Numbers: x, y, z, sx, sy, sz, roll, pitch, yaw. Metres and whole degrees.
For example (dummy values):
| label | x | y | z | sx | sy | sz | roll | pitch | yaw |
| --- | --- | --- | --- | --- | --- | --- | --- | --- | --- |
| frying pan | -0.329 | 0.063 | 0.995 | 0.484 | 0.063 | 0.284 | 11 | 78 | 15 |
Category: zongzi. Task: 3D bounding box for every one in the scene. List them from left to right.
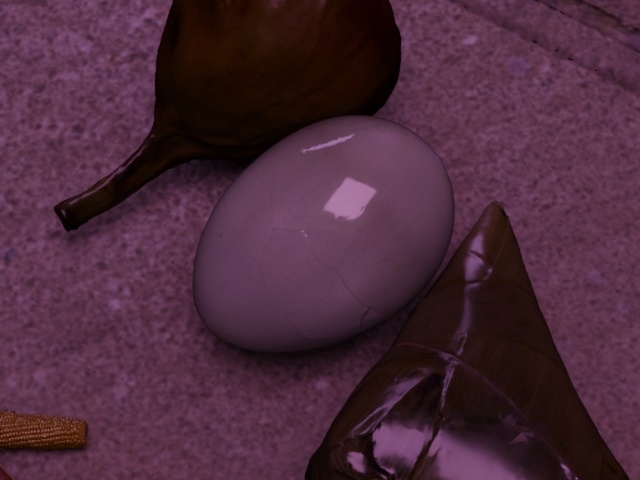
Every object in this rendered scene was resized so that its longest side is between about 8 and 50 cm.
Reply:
| label | x | y | z | sx | sy | sz | roll | pitch | yaw |
| --- | --- | --- | --- | --- | --- | --- | --- | --- | --- |
| zongzi | 0.169 | 0.132 | 1.174 | 0.274 | 0.145 | 0.300 | 32 | 54 | 6 |

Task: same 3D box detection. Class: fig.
| label | x | y | z | sx | sy | sz | roll | pitch | yaw |
| --- | --- | --- | --- | --- | --- | --- | --- | --- | --- |
| fig | -0.085 | -0.136 | 1.271 | 0.290 | 0.190 | 0.190 | -22 | 66 | 7 |

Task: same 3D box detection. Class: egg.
| label | x | y | z | sx | sy | sz | roll | pitch | yaw |
| --- | --- | --- | --- | --- | --- | --- | --- | --- | --- |
| egg | 0.000 | 0.000 | 1.208 | 0.209 | 0.151 | 0.151 | -38 | 70 | 10 |

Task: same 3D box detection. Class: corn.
| label | x | y | z | sx | sy | sz | roll | pitch | yaw |
| --- | --- | --- | --- | --- | --- | --- | --- | --- | --- |
| corn | -0.210 | 0.137 | 1.208 | 0.083 | 0.027 | 0.028 | 3 | 32 | -3 |

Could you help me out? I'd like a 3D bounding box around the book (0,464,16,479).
| label | x | y | z | sx | sy | sz | roll | pitch | yaw |
| --- | --- | --- | --- | --- | --- | --- | --- | --- | --- |
| book | -0.363 | 0.276 | 1.139 | 0.374 | 0.028 | 0.262 | -42 | 71 | -18 |
